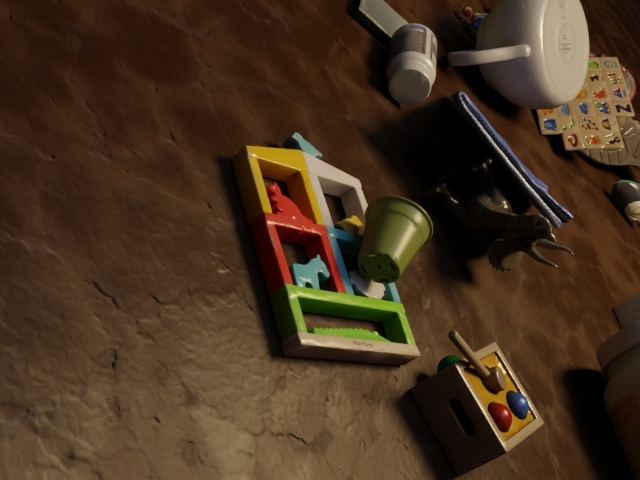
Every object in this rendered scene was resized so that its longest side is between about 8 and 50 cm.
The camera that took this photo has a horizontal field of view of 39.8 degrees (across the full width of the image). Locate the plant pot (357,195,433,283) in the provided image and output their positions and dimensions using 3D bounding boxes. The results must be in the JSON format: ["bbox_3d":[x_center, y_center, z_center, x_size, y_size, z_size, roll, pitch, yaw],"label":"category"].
[{"bbox_3d":[0.078,0.006,1.012,0.083,0.083,0.079,41,47,-16],"label":"plant pot"}]

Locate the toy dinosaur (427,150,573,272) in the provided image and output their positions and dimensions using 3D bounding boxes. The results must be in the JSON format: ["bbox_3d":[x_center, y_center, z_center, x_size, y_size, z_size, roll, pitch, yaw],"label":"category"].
[{"bbox_3d":[0.244,-0.041,1.289,0.160,0.121,0.313,58,7,-7],"label":"toy dinosaur"}]

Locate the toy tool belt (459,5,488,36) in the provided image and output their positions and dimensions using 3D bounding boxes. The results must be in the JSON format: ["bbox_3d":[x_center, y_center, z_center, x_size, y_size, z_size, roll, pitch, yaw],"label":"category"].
[{"bbox_3d":[0.318,-0.431,1.768,0.083,0.052,0.051,36,29,-22],"label":"toy tool belt"}]

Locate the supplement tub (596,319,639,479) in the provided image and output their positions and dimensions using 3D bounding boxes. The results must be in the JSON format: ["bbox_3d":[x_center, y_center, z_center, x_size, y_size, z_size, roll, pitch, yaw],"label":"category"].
[{"bbox_3d":[0.534,0.269,1.225,0.228,0.228,0.316,16,49,-42],"label":"supplement tub"}]

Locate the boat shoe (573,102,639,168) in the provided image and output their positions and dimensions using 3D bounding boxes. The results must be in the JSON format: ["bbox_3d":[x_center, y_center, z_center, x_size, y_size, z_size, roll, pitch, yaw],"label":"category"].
[{"bbox_3d":[0.623,-0.225,1.908,0.324,0.123,0.116,16,13,-30],"label":"boat shoe"}]

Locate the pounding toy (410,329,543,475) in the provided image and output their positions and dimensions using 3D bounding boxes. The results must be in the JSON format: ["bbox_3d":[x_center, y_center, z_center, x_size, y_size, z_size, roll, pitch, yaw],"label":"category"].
[{"bbox_3d":[0.177,0.172,1.003,0.130,0.100,0.141,-12,69,-54],"label":"pounding toy"}]

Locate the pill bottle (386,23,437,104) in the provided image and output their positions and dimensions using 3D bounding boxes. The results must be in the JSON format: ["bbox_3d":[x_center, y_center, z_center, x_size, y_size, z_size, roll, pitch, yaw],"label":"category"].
[{"bbox_3d":[0.144,-0.277,1.395,0.078,0.078,0.137,37,36,-21],"label":"pill bottle"}]

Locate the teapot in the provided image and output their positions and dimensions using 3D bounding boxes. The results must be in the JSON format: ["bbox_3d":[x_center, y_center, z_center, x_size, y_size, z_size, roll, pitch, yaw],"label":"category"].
[{"bbox_3d":[0.374,-0.360,1.663,0.256,0.187,0.252,43,59,-43],"label":"teapot"}]

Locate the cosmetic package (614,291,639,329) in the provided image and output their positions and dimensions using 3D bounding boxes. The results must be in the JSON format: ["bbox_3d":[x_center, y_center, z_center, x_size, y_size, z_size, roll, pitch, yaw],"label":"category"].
[{"bbox_3d":[0.592,0.192,1.468,0.085,0.117,0.231,20,44,-38],"label":"cosmetic package"}]

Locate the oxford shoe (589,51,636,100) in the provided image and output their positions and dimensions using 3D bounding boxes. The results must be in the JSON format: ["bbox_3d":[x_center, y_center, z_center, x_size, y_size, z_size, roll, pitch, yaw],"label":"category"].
[{"bbox_3d":[0.510,-0.387,1.931,0.348,0.130,0.123,38,75,-2],"label":"oxford shoe"}]

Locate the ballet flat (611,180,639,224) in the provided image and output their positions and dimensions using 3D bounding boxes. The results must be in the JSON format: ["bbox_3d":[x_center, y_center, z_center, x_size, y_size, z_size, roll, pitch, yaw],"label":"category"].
[{"bbox_3d":[0.682,-0.056,1.845,0.203,0.074,0.074,30,40,-34],"label":"ballet flat"}]

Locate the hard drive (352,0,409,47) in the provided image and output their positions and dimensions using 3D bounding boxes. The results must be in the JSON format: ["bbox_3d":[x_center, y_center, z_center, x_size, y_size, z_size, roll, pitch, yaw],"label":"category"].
[{"bbox_3d":[0.110,-0.363,1.483,0.135,0.022,0.094,36,37,-22],"label":"hard drive"}]

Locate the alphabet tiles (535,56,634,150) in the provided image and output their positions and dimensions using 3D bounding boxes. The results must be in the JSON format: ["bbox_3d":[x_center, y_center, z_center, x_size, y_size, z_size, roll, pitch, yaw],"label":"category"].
[{"bbox_3d":[0.531,-0.280,1.794,0.198,0.009,0.237,-2,59,-3],"label":"alphabet tiles"}]

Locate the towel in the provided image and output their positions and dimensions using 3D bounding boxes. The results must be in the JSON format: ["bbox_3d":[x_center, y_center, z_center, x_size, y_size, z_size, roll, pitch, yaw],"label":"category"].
[{"bbox_3d":[0.287,-0.139,1.371,0.243,0.040,0.336,50,11,-2],"label":"towel"}]

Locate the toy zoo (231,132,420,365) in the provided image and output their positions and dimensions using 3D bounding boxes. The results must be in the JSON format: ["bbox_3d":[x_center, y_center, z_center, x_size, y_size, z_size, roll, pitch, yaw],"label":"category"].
[{"bbox_3d":[0.000,0.000,1.012,0.192,0.030,0.293,12,51,-44],"label":"toy zoo"}]
